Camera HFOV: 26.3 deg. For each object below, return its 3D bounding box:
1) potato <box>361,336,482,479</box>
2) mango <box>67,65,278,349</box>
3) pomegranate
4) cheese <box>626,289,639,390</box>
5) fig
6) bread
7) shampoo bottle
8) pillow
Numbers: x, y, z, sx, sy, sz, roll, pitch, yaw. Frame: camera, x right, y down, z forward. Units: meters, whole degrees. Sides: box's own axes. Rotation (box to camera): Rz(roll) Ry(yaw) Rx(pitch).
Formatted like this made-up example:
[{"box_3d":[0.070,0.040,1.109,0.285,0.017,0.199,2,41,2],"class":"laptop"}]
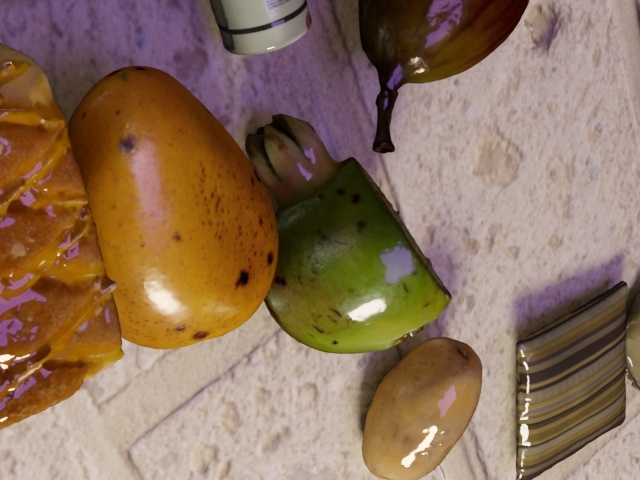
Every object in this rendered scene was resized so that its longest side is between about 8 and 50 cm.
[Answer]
[{"box_3d":[0.109,0.189,1.509,0.109,0.118,0.178,26,104,-8],"class":"potato"},{"box_3d":[-0.138,-0.021,1.169,0.191,0.160,0.290,-53,145,-29],"class":"mango"},{"box_3d":[0.006,0.010,1.313,0.159,0.190,0.241,-32,129,3],"class":"pomegranate"},{"box_3d":[0.488,0.104,1.800,0.202,0.091,0.175,-34,126,-25],"class":"cheese"},{"box_3d":[0.099,-0.203,1.321,0.170,0.145,0.274,44,62,-39],"class":"fig"},{"box_3d":[-0.322,0.007,1.021,0.279,0.207,0.279,-23,118,-31],"class":"bread"},{"box_3d":[-0.080,-0.295,1.191,0.085,0.085,0.262,-33,123,-26],"class":"shampoo bottle"},{"box_3d":[0.313,0.178,1.708,0.208,0.052,0.212,-23,122,-34],"class":"pillow"}]
